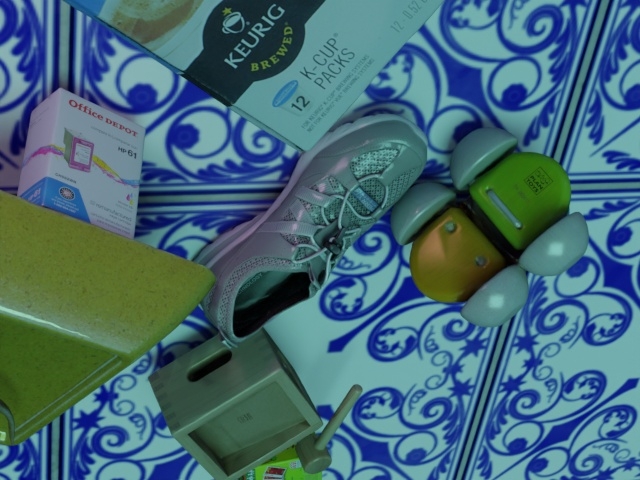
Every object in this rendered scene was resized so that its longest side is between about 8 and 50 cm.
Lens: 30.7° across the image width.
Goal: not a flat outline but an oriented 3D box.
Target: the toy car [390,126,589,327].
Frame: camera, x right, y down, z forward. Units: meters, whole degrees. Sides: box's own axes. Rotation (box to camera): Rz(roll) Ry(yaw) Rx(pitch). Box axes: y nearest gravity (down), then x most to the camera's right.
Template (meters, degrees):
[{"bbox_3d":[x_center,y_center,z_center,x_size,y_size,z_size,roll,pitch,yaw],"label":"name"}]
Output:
[{"bbox_3d":[0.174,-0.011,1.156,0.182,0.159,0.136,-43,162,15],"label":"toy car"}]

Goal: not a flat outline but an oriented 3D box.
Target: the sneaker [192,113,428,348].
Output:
[{"bbox_3d":[0.000,0.000,1.105,0.281,0.115,0.105,-43,128,15],"label":"sneaker"}]

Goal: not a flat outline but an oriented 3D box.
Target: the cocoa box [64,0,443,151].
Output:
[{"bbox_3d":[-0.061,-0.270,0.726,0.228,0.347,0.231,31,112,-34],"label":"cocoa box"}]

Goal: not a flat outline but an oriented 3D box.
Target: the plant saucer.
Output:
[{"bbox_3d":[-0.313,0.078,0.999,0.333,0.081,0.333,22,140,-32],"label":"plant saucer"}]

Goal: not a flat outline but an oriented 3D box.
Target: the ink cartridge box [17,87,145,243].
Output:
[{"bbox_3d":[-0.202,-0.055,0.984,0.089,0.122,0.052,25,139,-34],"label":"ink cartridge box"}]

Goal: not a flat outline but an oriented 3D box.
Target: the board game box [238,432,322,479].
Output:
[{"bbox_3d":[-0.047,0.306,1.370,0.092,0.043,0.181,-9,128,-12],"label":"board game box"}]

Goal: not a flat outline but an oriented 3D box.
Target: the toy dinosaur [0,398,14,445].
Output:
[{"bbox_3d":[-0.302,0.111,0.941,0.211,0.112,0.064,32,71,-35],"label":"toy dinosaur"}]

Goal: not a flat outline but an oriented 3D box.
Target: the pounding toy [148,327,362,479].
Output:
[{"bbox_3d":[-0.052,0.172,1.241,0.181,0.094,0.206,-31,139,0],"label":"pounding toy"}]
